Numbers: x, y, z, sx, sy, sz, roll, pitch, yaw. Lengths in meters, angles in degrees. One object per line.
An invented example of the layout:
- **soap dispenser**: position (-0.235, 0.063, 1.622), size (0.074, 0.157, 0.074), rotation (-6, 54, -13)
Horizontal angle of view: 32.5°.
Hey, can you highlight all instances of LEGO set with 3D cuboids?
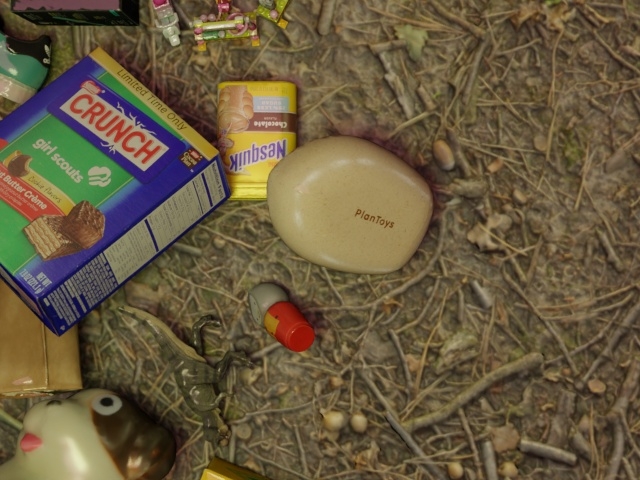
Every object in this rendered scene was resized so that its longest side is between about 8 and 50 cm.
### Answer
- **LEGO set**: position (-0.103, -0.359, 1.589), size (0.287, 0.107, 0.132), rotation (-27, 89, 3)

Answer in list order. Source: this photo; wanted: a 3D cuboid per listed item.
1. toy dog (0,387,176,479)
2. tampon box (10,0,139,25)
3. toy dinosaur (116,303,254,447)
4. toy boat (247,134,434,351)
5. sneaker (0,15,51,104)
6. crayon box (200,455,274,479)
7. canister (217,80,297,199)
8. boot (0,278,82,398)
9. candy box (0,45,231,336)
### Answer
- **toy dog**: position (-0.356, 0.404, 1.515), size (0.395, 0.284, 0.408), rotation (28, 78, -36)
- **tampon box**: position (-0.354, -0.371, 1.596), size (0.161, 0.120, 0.101), rotation (1, 91, 3)
- **toy dinosaur**: position (-0.176, 0.177, 1.609), size (0.118, 0.064, 0.268), rotation (-36, 103, -22)
- **toy boat**: position (0.000, 0.000, 1.563), size (0.267, 0.148, 0.318), rotation (25, 98, -34)
- **sneaker**: position (-0.539, -0.312, 1.620), size (0.302, 0.108, 0.121), rotation (26, 91, -6)
- **crayon box**: position (-0.085, 0.546, 1.603), size (0.313, 0.106, 0.363), rotation (22, 91, 4)
- **canister**: position (-0.093, -0.145, 1.610), size (0.126, 0.073, 0.170), rotation (0, 89, 3)
- **boot**: position (-0.359, 0.085, 1.576), size (0.236, 0.089, 0.270), rotation (-5, 73, -2)
- **candy box**: position (-0.329, -0.074, 1.512), size (0.317, 0.122, 0.268), rotation (-41, 66, -20)
